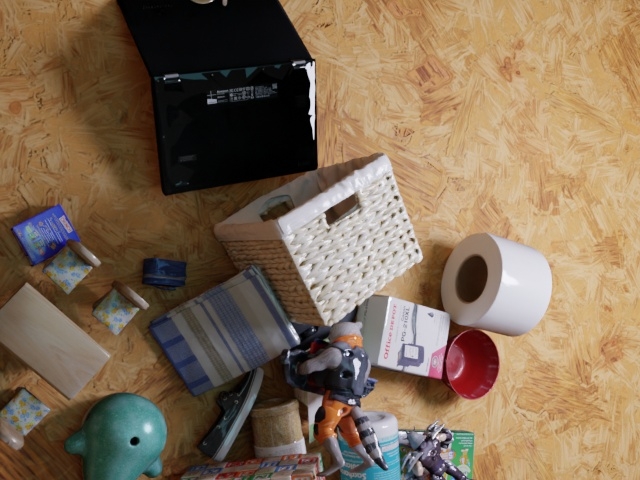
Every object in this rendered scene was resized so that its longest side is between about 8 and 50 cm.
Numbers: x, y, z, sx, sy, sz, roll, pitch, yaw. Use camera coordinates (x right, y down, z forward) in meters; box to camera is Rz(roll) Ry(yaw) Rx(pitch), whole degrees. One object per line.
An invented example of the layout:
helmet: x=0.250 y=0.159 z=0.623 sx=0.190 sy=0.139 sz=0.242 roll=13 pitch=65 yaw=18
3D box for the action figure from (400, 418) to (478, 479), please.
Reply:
action figure: x=0.294 y=0.570 z=2.031 sx=0.185 sy=0.099 sz=0.285 roll=-43 pitch=102 yaw=-17

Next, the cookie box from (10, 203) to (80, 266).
cookie box: x=-0.567 y=-0.011 z=1.694 sx=0.107 sy=0.040 sz=0.091 roll=-31 pitch=102 yaw=-26

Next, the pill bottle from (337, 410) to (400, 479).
pill bottle: x=0.118 y=0.551 z=1.957 sx=0.146 sy=0.146 sz=0.263 roll=-5 pitch=92 yaw=-29

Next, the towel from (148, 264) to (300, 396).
towel: x=-0.209 y=0.200 z=1.793 sx=0.285 sy=0.034 sz=0.209 roll=-28 pitch=102 yaw=10

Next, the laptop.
laptop: x=-0.228 y=-0.354 z=1.876 sx=0.382 sy=0.236 sz=0.407 roll=-12 pitch=113 yaw=-25

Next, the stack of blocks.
stack of blocks: x=-0.146 y=0.525 z=1.728 sx=0.297 sy=0.171 sz=0.087 roll=-8 pitch=90 yaw=7

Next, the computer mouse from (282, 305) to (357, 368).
computer mouse: x=0.001 y=0.203 z=1.969 sx=0.272 sy=0.072 sz=0.188 roll=-43 pitch=106 yaw=-24

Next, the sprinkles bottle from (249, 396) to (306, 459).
sprinkles bottle: x=-0.081 y=0.543 z=1.867 sx=0.121 sy=0.121 sz=0.355 roll=-9 pitch=90 yaw=-29

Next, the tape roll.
tape roll: x=0.453 y=0.117 z=2.126 sx=0.169 sy=0.246 sz=0.246 roll=16 pitch=78 yaw=-27

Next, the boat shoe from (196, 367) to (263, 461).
boat shoe: x=-0.206 y=0.379 z=1.844 sx=0.076 sy=0.080 sz=0.228 roll=30 pitch=77 yaw=-11

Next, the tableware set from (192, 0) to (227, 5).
tableware set: x=-0.270 y=-0.635 z=1.877 sx=0.128 sy=0.039 sz=0.194 roll=4 pitch=73 yaw=-15

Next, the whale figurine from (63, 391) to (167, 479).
whale figurine: x=-0.418 y=0.449 z=1.680 sx=0.216 sy=0.141 sz=0.271 roll=27 pitch=74 yaw=-25

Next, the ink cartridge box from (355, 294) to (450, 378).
ink cartridge box: x=0.201 y=0.240 z=2.035 sx=0.237 sy=0.100 sz=0.171 roll=18 pitch=77 yaw=-39

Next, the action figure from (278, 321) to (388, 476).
action figure: x=0.075 y=0.335 z=1.784 sx=0.341 sy=0.179 sz=0.330 roll=15 pitch=66 yaw=-51

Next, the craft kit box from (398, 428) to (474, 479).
craft kit box: x=0.278 y=0.611 z=2.099 sx=0.250 sy=0.061 sz=0.246 roll=7 pitch=85 yaw=-28

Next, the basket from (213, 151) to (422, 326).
basket: x=0.000 y=0.000 z=1.841 sx=0.328 sy=0.331 sz=0.266 roll=-33 pitch=103 yaw=-27

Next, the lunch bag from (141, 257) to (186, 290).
lunch bag: x=-0.340 y=0.076 z=1.796 sx=0.099 sy=0.067 sz=0.065 roll=9 pitch=82 yaw=-29

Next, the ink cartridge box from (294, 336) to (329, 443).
ink cartridge box: x=0.015 y=0.341 z=1.938 sx=0.171 sy=0.056 sz=0.235 roll=-28 pitch=133 yaw=-36

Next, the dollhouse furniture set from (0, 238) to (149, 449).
dollhouse furniture set: x=-0.573 y=0.140 z=1.528 sx=0.394 sy=0.256 sz=0.362 roll=46 pitch=76 yaw=-18

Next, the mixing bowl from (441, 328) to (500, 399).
mixing bowl: x=0.368 y=0.321 z=2.143 sx=0.182 sy=0.098 sz=0.181 roll=2 pitch=86 yaw=-32
